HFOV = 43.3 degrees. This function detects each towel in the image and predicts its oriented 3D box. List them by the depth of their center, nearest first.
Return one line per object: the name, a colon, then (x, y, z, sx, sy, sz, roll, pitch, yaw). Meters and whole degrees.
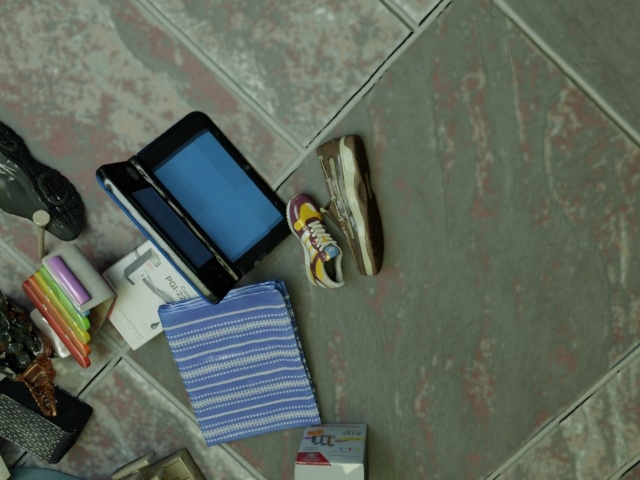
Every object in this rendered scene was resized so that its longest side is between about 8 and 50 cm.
towel: (-0.147, 0.239, 1.526, 0.243, 0.040, 0.336, -13, 115, 4)

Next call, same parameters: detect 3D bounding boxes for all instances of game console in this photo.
game console: (-0.201, -0.068, 1.392, 0.173, 0.250, 0.293, -41, 94, 8)

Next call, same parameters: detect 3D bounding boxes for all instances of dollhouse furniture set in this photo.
dollhouse furniture set: (-0.335, 0.529, 1.561, 0.161, 0.242, 0.212, -29, 98, 12)

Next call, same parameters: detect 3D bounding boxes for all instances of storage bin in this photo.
storage bin: (-0.564, 0.346, 1.606, 0.180, 0.122, 0.084, 30, 105, -1)

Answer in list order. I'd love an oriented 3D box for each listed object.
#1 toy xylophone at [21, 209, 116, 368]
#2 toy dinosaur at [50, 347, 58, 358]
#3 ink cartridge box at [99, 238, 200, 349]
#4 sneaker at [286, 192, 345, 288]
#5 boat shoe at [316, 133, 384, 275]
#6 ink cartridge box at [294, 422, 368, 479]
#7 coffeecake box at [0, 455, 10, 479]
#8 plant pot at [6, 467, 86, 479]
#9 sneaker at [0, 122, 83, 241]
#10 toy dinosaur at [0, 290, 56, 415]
toy xylophone: (-0.472, 0.091, 1.469, 0.236, 0.081, 0.323, 47, 147, 12)
toy dinosaur: (-0.525, 0.195, 1.611, 0.090, 0.047, 0.082, 15, 86, 14)
ink cartridge box: (-0.307, 0.080, 1.532, 0.217, 0.092, 0.159, -35, 97, 11)
sneaker: (0.000, 0.000, 1.472, 0.069, 0.083, 0.186, -29, 109, -29)
boat shoe: (0.049, -0.059, 1.467, 0.095, 0.095, 0.258, -8, 96, 22)
ink cartridge box: (0.025, 0.439, 1.534, 0.128, 0.176, 0.128, 0, 101, 6)
coffeecake box: (-0.721, 0.420, 1.586, 0.185, 0.068, 0.142, -5, 113, 30)
plant pot: (-0.614, 0.602, 1.621, 0.252, 0.248, 0.247, 21, 105, 13)
sneaker: (-0.569, -0.096, 1.527, 0.286, 0.109, 0.130, 45, 114, 2)
toy dinosaur: (-0.568, 0.191, 1.498, 0.321, 0.218, 0.164, 20, 76, 29)
